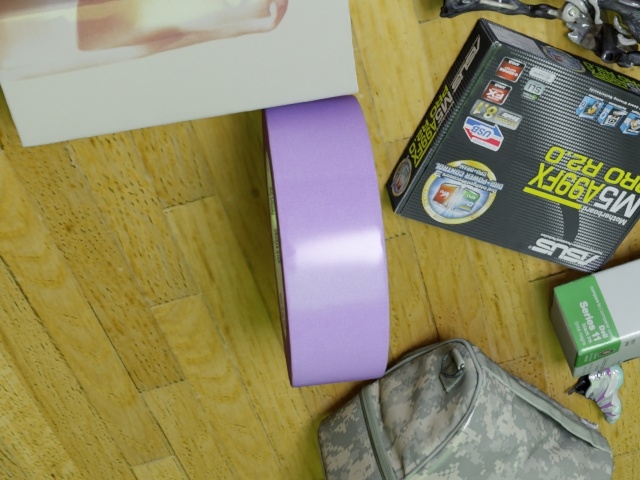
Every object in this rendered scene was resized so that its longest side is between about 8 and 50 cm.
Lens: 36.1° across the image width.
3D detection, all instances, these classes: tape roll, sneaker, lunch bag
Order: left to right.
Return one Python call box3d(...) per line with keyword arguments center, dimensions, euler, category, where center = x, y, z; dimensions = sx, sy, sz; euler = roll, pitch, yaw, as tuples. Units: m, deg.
box3d(center=(0.000, 0.000, 0.945), dimensions=(0.090, 0.274, 0.274), euler=(-7, 127, -5), category="tape roll")
box3d(center=(0.188, 0.273, 1.217), dimensions=(0.305, 0.212, 0.256), euler=(35, 115, -30), category="lunch bag")
box3d(center=(0.363, 0.205, 1.305), dimensions=(0.069, 0.038, 0.098), euler=(-7, 118, -1), category="sneaker")

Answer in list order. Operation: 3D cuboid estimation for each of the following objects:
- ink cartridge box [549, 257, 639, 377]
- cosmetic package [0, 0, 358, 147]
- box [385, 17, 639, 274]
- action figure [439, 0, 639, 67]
box3d(center=(0.382, 0.078, 1.143), dimensions=(0.209, 0.086, 0.153), euler=(-19, 159, 6), category="ink cartridge box")
box3d(center=(-0.126, -0.193, 0.861), dimensions=(0.296, 0.153, 0.129), euler=(-10, 128, -3), category="cosmetic package")
box3d(center=(0.238, -0.090, 1.049), dimensions=(0.270, 0.060, 0.216), euler=(17, 122, -20), category="box")
box3d(center=(0.258, -0.236, 0.898), dimensions=(0.276, 0.141, 0.164), euler=(13, 123, 1), category="action figure")
